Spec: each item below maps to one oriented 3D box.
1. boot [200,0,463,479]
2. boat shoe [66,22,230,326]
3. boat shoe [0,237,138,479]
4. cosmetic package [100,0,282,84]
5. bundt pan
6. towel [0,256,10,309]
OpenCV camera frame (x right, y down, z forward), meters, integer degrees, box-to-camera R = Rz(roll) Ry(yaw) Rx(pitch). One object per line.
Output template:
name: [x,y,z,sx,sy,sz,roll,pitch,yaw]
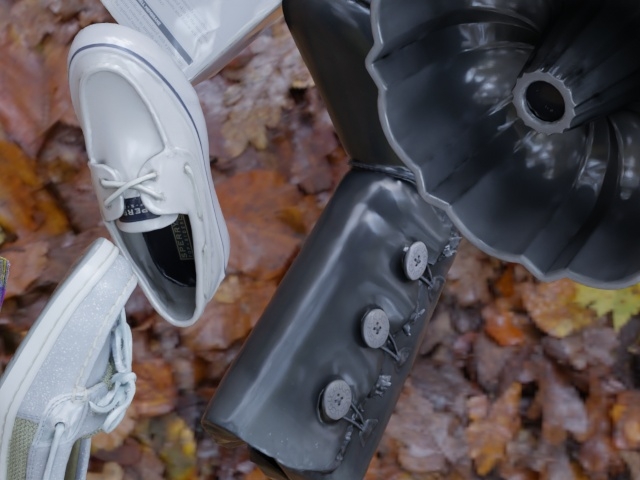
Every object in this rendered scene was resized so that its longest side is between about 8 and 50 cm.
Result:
boot: [0.002,0.001,1.205,0.367,0.146,0.445,40,76,-34]
boat shoe: [-0.139,-0.042,0.963,0.096,0.268,0.088,-2,42,10]
boat shoe: [-0.189,0.143,0.885,0.103,0.118,0.320,22,113,-5]
cosmetic package: [-0.099,-0.295,1.354,0.224,0.224,0.138,-37,97,11]
bundt pan: [0.203,-0.133,0.945,0.124,0.330,0.331,-39,102,-39]
towel: [-0.371,0.044,1.324,0.060,0.083,0.009,25,28,13]
